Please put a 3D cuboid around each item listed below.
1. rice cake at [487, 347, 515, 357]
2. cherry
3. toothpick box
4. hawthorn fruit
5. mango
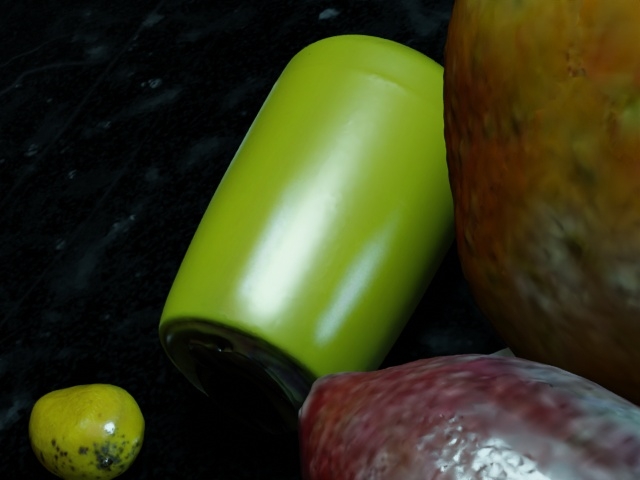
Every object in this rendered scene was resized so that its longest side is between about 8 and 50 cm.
[{"bbox_3d":[0.170,0.072,0.812,0.206,0.036,0.047,-26,31,3],"label":"rice cake"},{"bbox_3d":[0.104,0.169,0.567,0.203,0.230,0.300,-42,78,3],"label":"cherry"},{"bbox_3d":[0.000,0.000,0.882,0.175,0.175,0.271,6,53,34],"label":"toothpick box"},{"bbox_3d":[0.253,-0.079,0.624,0.403,0.403,0.403,-16,41,15],"label":"hawthorn fruit"},{"bbox_3d":[-0.178,0.141,0.923,0.114,0.057,0.079,15,63,44],"label":"mango"}]
